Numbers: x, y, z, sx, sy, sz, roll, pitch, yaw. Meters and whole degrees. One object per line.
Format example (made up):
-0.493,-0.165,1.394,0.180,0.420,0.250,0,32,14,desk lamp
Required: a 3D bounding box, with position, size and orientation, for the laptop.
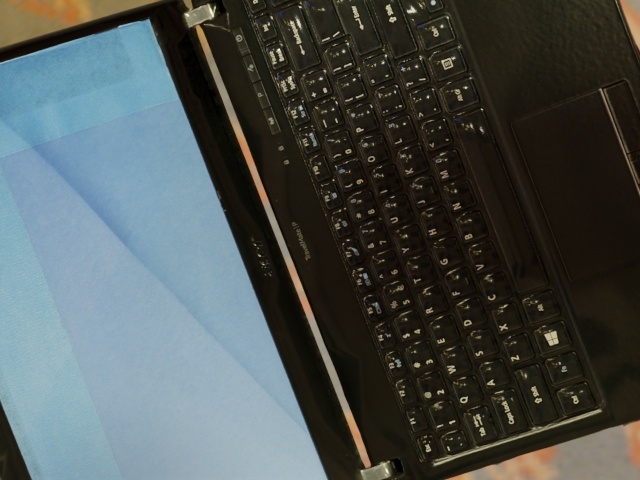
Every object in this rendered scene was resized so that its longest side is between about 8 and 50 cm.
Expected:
0.000,0.000,0.688,0.234,0.264,0.136,69,19,-3,laptop
